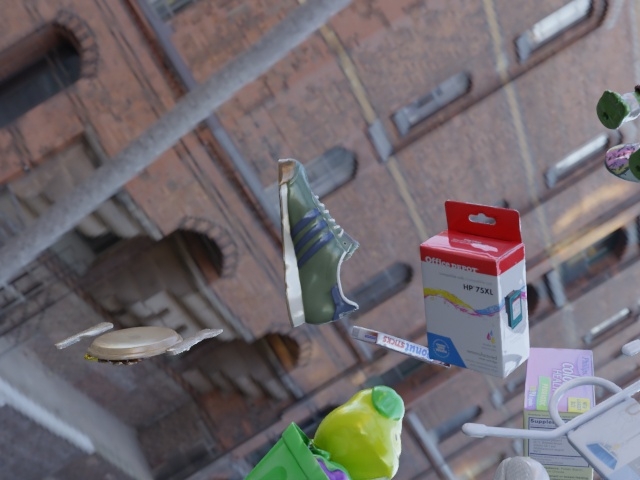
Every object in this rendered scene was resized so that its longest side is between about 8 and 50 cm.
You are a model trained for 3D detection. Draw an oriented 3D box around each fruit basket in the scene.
[{"bbox_3d":[0.052,0.471,2.059,0.283,0.392,0.392,55,-2,30],"label":"fruit basket"}]

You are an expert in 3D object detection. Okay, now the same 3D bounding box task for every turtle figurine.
[{"bbox_3d":[0.540,-0.206,1.454,0.275,0.266,0.197,33,-32,58],"label":"turtle figurine"}]

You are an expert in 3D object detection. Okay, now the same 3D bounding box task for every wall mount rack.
[{"bbox_3d":[0.380,0.280,1.406,0.350,0.304,0.130,48,-18,51],"label":"wall mount rack"}]

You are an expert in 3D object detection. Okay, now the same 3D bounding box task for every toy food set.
[{"bbox_3d":[-0.237,0.143,1.377,0.132,0.192,0.038,-24,112,-63],"label":"toy food set"}]

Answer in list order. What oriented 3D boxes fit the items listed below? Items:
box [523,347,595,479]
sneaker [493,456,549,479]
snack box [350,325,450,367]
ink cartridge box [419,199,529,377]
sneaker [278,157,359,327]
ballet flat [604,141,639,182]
[{"bbox_3d":[0.416,0.346,1.856,0.213,0.117,0.243,-62,151,-63],"label":"box"},{"bbox_3d":[0.268,0.341,1.324,0.240,0.126,0.091,111,-5,-61],"label":"sneaker"},{"bbox_3d":[0.133,0.172,1.711,0.178,0.022,0.064,22,-9,-39],"label":"snack box"},{"bbox_3d":[0.220,0.067,1.519,0.134,0.078,0.231,11,-63,40],"label":"ink cartridge box"},{"bbox_3d":[0.000,0.000,1.188,0.064,0.086,0.192,84,2,-80],"label":"sneaker"},{"bbox_3d":[0.600,-0.129,1.826,0.079,0.221,0.077,145,-44,-63],"label":"ballet flat"}]
